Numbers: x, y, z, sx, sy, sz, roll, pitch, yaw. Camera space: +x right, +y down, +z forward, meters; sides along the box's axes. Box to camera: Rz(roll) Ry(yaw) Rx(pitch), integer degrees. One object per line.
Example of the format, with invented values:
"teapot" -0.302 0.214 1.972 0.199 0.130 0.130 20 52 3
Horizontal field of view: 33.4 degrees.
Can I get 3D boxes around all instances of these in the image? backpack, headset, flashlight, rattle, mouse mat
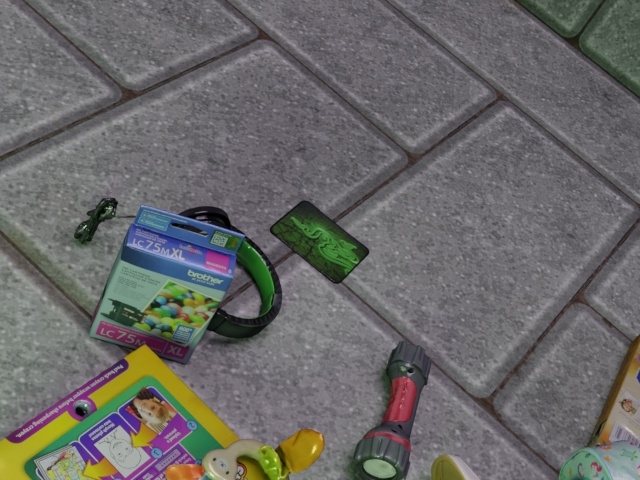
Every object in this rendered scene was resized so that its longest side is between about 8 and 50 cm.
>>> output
"backpack" 0.522 0.496 1.924 0.191 0.225 0.253 -4 62 -13
"headset" -0.258 0.046 2.001 0.394 0.185 0.243 35 35 -20
"flashlight" 0.137 0.314 1.972 0.103 0.103 0.304 24 43 -4
"rattle" -0.114 0.344 1.619 0.200 0.143 0.130 18 62 -30
"mouse mat" 0.000 0.000 2.264 0.190 0.007 0.152 39 42 7

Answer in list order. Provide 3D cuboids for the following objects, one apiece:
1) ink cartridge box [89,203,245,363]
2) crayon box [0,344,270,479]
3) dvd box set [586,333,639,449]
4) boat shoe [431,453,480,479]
"ink cartridge box" -0.263 0.080 1.799 0.186 0.311 0.065 18 42 -14
"crayon box" -0.301 0.374 1.648 0.313 0.106 0.363 44 42 11
"dvd box set" 0.753 0.410 2.275 0.308 0.062 0.420 36 41 5
"boat shoe" 0.298 0.499 1.898 0.096 0.098 0.277 -16 69 -41
